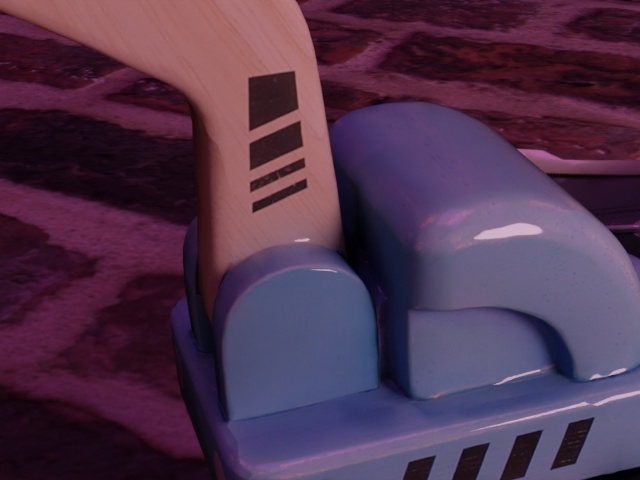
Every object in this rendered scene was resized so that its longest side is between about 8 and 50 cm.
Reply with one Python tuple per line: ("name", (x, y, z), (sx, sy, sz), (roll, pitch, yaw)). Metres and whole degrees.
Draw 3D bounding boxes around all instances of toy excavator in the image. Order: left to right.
("toy excavator", (0.000, 0.000, 0.610), (0.433, 0.445, 0.222), (-10, 27, -14))

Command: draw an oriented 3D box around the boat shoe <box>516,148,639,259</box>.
("boat shoe", (0.207, 0.002, 0.806), (0.320, 0.099, 0.116), (8, -11, 30))
